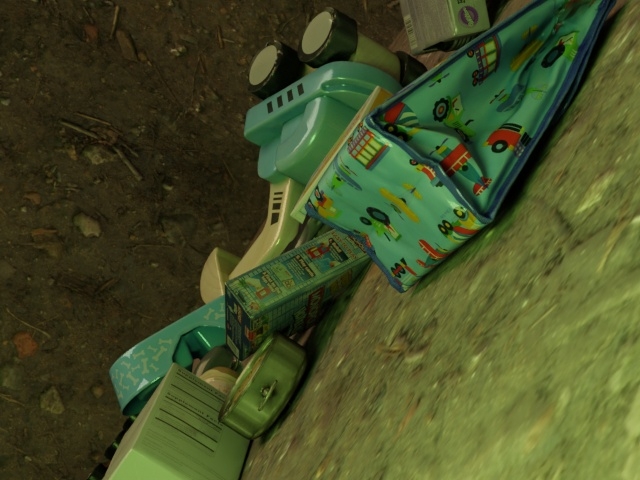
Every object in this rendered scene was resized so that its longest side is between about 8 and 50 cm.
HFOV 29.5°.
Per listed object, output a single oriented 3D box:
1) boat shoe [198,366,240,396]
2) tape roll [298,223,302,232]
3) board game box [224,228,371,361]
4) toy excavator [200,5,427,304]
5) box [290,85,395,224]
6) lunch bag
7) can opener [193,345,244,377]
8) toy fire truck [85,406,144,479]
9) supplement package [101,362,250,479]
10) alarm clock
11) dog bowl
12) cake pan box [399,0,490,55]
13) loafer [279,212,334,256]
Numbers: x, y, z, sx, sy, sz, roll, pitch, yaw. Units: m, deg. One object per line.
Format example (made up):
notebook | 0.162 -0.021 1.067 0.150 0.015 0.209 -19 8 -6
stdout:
boat shoe | -0.211 0.305 1.778 0.302 0.109 0.098 -46 9 33
tape roll | -0.068 -0.005 2.429 0.189 0.080 0.189 -57 5 8
board game box | -0.026 0.067 1.545 0.194 0.060 0.194 -31 -21 -18
toy excavator | -0.041 -0.119 2.128 0.433 0.222 0.445 -25 49 44
box | 0.060 -0.100 1.736 0.203 0.103 0.114 -53 7 36
lunch bag | 0.144 -0.122 1.128 0.293 0.138 0.221 -49 -1 -23
can opener | -0.223 0.291 1.921 0.076 0.095 0.283 31 84 46
toy fire truck | -0.303 0.355 2.151 0.217 0.158 0.246 -55 -6 15
supplement package | -0.180 0.279 1.484 0.139 0.134 0.244 -55 6 18
alarm clock | -0.064 0.175 1.437 0.129 0.064 0.192 -57 2 -2
dog bowl | -0.213 0.177 1.992 0.297 0.074 0.166 -31 -14 -18
cake pan box | 0.179 -0.431 1.934 0.070 0.267 0.246 -13 2 -9
loafer | -0.007 0.034 1.684 0.302 0.095 0.109 -58 8 22
